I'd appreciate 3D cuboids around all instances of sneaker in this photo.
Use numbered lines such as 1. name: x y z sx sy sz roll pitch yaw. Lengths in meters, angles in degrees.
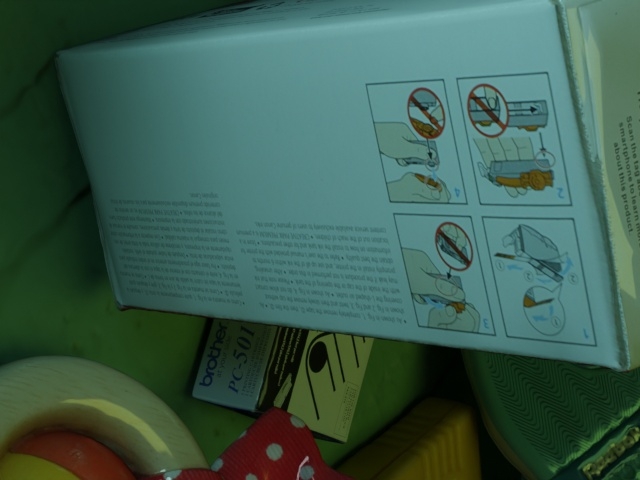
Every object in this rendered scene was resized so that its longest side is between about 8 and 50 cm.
1. sneaker: 0.164 0.148 1.079 0.127 0.208 0.319 -27 87 -16

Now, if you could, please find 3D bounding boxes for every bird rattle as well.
1. bird rattle: -0.089 0.142 0.685 0.253 0.143 0.207 -46 108 -34

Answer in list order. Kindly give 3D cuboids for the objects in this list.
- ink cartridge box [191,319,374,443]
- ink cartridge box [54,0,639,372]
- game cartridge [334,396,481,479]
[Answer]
1. ink cartridge box: 0.000 0.000 0.853 0.097 0.046 0.207 30 72 -55
2. ink cartridge box: 0.088 -0.060 0.675 0.272 0.309 0.130 -22 106 -36
3. game cartridge: 0.009 0.287 0.935 0.324 0.053 0.285 -31 123 -46
